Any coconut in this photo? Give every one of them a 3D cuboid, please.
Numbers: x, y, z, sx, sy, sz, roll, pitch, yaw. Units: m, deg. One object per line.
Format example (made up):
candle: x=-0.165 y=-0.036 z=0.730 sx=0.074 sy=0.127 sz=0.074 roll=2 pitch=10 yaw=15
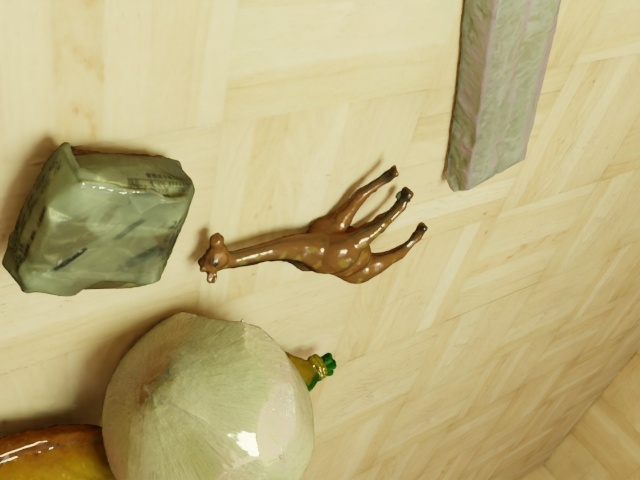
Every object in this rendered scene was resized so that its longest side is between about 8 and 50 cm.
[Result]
coconut: x=-0.115 y=0.180 z=0.710 sx=0.224 sy=0.224 sz=0.234 roll=-34 pitch=142 yaw=-10

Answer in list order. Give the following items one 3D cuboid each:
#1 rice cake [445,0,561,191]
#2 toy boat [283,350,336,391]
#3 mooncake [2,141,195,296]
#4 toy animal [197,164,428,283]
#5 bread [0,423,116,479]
rice cake: x=0.200 y=-0.175 z=0.751 sx=0.106 sy=0.050 sz=0.297 roll=-29 pitch=145 yaw=-18
toy boat: x=-0.077 y=0.209 z=0.892 sx=0.230 sy=0.089 sz=0.088 roll=-35 pitch=133 yaw=-14
mooncake: x=-0.173 y=-0.015 z=0.547 sx=0.130 sy=0.073 sz=0.125 roll=7 pitch=128 yaw=-46
toy animal: x=0.000 y=0.000 z=0.747 sx=0.230 sy=0.066 sz=0.224 roll=-35 pitch=147 yaw=1
bread: x=-0.326 y=0.325 z=0.706 sx=0.312 sy=0.172 sz=0.312 roll=-27 pitch=147 yaw=-19
